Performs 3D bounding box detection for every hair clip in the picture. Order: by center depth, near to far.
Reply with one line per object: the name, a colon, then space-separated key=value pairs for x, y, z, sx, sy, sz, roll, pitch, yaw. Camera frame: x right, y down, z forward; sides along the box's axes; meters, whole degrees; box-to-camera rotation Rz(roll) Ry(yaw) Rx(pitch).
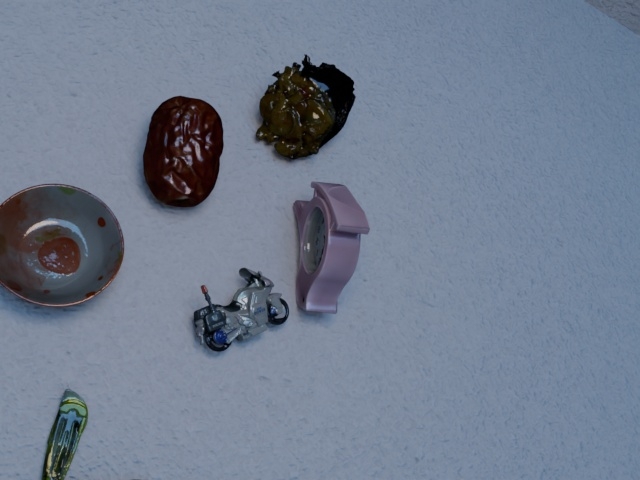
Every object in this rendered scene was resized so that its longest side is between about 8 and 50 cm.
hair clip: x=-0.482 y=0.379 z=1.362 sx=0.060 sy=0.033 sz=0.188 roll=20 pitch=60 yaw=-19

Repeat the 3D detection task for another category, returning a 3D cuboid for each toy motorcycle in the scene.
toy motorcycle: x=-0.177 y=0.143 z=1.566 sx=0.221 sy=0.102 sz=0.150 roll=-23 pitch=92 yaw=-31

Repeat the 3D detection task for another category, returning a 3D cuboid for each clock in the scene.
clock: x=0.000 y=0.000 z=1.668 sx=0.080 sy=0.275 sz=0.290 roll=7 pitch=30 yaw=-20

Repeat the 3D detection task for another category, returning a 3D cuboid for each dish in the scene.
dish: x=-0.535 y=0.019 z=1.459 sx=0.260 sy=0.085 sz=0.260 roll=8 pitch=66 yaw=-20

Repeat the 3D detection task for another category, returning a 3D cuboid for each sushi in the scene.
sushi: x=-0.043 y=-0.325 z=1.779 sx=0.200 sy=0.213 sz=0.204 roll=27 pitch=43 yaw=13

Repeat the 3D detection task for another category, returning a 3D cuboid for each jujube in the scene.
jujube: x=-0.305 y=-0.200 z=1.615 sx=0.174 sy=0.174 sz=0.250 roll=7 pitch=77 yaw=-22

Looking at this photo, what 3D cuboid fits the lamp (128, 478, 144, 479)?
lamp: x=-0.401 y=0.524 z=1.270 sx=0.284 sy=0.147 sz=0.209 roll=-18 pitch=80 yaw=-21
